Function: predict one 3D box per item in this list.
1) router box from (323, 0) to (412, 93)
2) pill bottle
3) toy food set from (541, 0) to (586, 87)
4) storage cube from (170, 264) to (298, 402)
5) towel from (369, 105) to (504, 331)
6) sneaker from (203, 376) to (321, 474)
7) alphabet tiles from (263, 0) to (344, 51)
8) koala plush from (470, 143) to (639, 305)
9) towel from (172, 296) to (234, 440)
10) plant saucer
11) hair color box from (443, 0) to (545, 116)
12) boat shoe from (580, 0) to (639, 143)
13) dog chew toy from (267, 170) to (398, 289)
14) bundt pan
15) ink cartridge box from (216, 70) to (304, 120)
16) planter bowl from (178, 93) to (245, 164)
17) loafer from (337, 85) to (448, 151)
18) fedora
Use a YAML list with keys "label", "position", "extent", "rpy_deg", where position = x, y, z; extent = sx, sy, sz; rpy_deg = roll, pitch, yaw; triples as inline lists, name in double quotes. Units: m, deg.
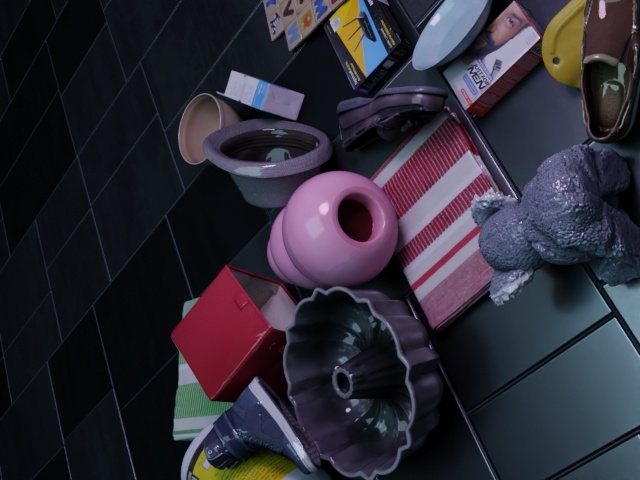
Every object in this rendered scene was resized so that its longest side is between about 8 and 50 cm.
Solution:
- label: "router box"
  position: [0.090, -0.395, 1.505]
  extent: [0.133, 0.046, 0.179]
  rpy_deg: [-43, 56, 34]
- label: "pill bottle"
  position: [-0.095, 0.479, 1.451]
  extent: [0.334, 0.188, 0.188]
  rpy_deg: [19, 98, 42]
- label: "toy food set"
  position: [0.431, -0.318, 1.132]
  extent: [0.128, 0.071, 0.218]
  rpy_deg: [53, 127, 7]
- label: "storage cube"
  position: [-0.141, 0.194, 1.524]
  extent: [0.193, 0.183, 0.215]
  rpy_deg: [-50, 53, 13]
- label: "towel"
  position: [0.210, -0.042, 1.336]
  extent: [0.237, 0.037, 0.329]
  rpy_deg: [-46, 52, 34]
- label: "sneaker"
  position: [-0.108, 0.368, 1.360]
  extent: [0.163, 0.086, 0.226]
  rpy_deg: [-43, 44, -5]
- label: "alphabet tiles"
  position: [-0.036, -0.578, 1.626]
  extent: [0.342, 0.011, 0.285]
  rpy_deg: [-28, 70, 54]
- label: "koala plush"
  position: [0.314, -0.019, 1.100]
  extent: [0.221, 0.203, 0.196]
  rpy_deg: [-26, 65, 41]
- label: "towel"
  position: [-0.239, 0.278, 1.732]
  extent: [0.248, 0.038, 0.325]
  rpy_deg: [-17, 65, 42]
- label: "plant saucer"
  position: [0.234, -0.363, 1.321]
  extent: [0.195, 0.037, 0.195]
  rpy_deg: [-46, 23, 27]
- label: "hair color box"
  position: [0.291, -0.297, 1.276]
  extent: [0.167, 0.053, 0.093]
  rpy_deg: [-44, 54, 31]
- label: "boat shoe"
  position: [0.403, -0.259, 1.065]
  extent: [0.095, 0.095, 0.257]
  rpy_deg: [4, 109, 33]
- label: "dog chew toy"
  position: [0.000, 0.000, 1.425]
  extent: [0.332, 0.206, 0.207]
  rpy_deg: [150, 118, -62]
- label: "bundt pan"
  position: [0.083, 0.232, 1.330]
  extent: [0.331, 0.124, 0.331]
  rpy_deg: [11, 104, 50]
- label: "ink cartridge box"
  position: [-0.134, -0.320, 1.684]
  extent: [0.180, 0.104, 0.060]
  rpy_deg: [29, 105, 44]
- label: "planter bowl"
  position: [-0.235, -0.245, 1.774]
  extent: [0.162, 0.109, 0.162]
  rpy_deg: [-8, 78, 46]
- label: "loafer"
  position: [0.124, -0.212, 1.381]
  extent: [0.302, 0.109, 0.095]
  rpy_deg: [6, 91, 63]
- label: "fedora"
  position: [-0.099, -0.147, 1.573]
  extent: [0.275, 0.243, 0.124]
  rpy_deg: [19, 126, 37]
